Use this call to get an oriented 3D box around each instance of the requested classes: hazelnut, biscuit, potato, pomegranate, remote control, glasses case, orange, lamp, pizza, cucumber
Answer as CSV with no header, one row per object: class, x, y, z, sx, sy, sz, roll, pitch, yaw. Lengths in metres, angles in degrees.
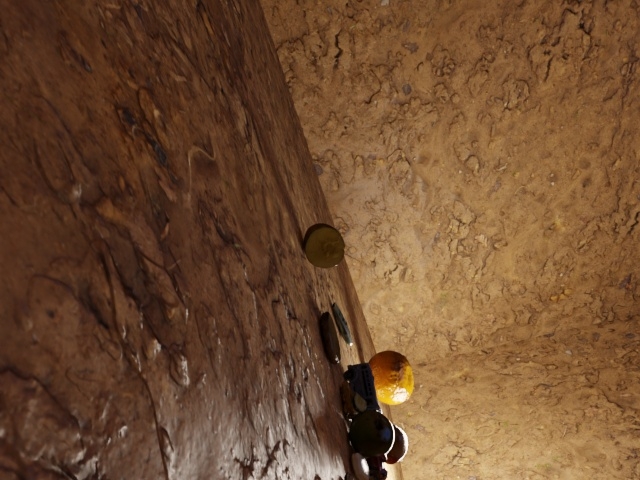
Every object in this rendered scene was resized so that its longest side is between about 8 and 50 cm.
hazelnut,0.374,1.084,2.368,0.210,0.186,0.210,54,11,-16
biscuit,0.041,0.401,1.806,0.226,0.042,0.226,-15,90,-84
potato,0.000,0.000,1.908,0.203,0.178,0.158,48,7,-35
pomegranate,0.184,0.775,1.739,0.179,0.210,0.179,39,23,-20
remote control,0.111,0.433,2.266,0.097,0.045,0.256,-86,156,-72
glasses case,0.152,0.862,1.668,0.193,0.049,0.074,68,10,-49
orange,0.441,0.887,2.857,0.340,0.293,0.340,42,41,-50
lamp,0.224,0.909,1.890,0.253,0.118,0.118,-90,163,-60
pizza,0.116,0.667,1.807,0.134,0.046,0.175,-6,77,-78
cucumber,0.149,0.659,1.759,0.067,0.035,0.107,45,12,5

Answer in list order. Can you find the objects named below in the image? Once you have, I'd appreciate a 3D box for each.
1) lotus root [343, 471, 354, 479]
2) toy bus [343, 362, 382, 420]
lotus root,0.089,0.792,1.422,0.037,0.030,0.083,41,11,-9
toy bus,0.195,0.707,1.974,0.125,0.133,0.292,68,10,-46
